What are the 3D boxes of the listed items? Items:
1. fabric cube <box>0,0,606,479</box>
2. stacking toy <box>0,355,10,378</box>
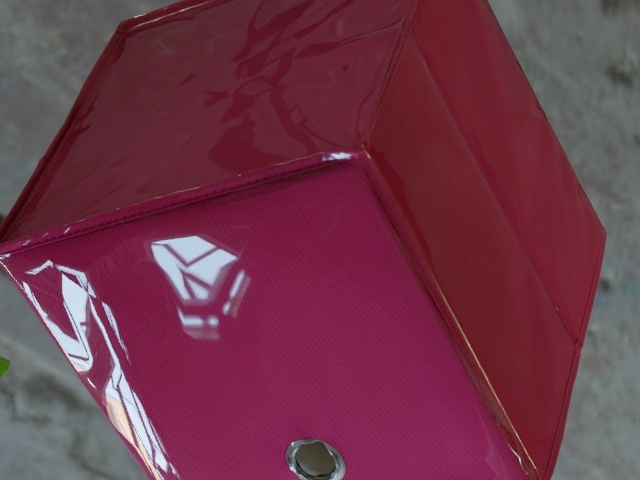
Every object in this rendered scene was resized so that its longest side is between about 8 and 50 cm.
[{"bbox_3d":[0.000,0.000,1.141,0.254,0.259,0.258,-13,123,27],"label":"fabric cube"},{"bbox_3d":[-0.354,0.131,1.345,0.221,0.167,0.052,-41,62,5],"label":"stacking toy"}]
